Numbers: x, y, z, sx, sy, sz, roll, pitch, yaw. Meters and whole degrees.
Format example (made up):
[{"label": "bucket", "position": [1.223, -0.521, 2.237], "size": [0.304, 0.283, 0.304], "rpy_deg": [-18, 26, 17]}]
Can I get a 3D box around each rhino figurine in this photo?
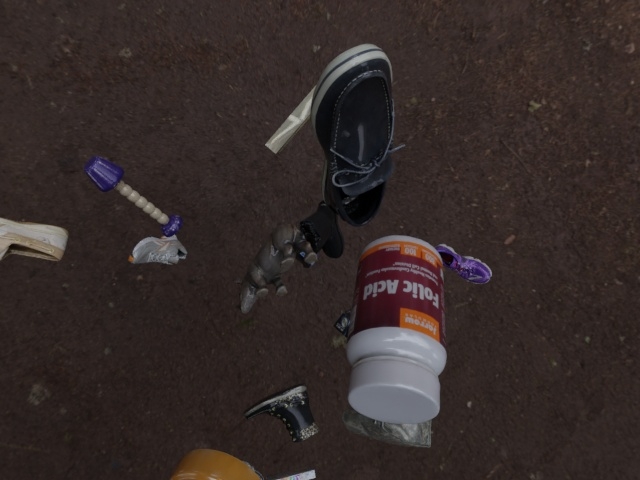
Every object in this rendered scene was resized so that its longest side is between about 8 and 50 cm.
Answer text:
[{"label": "rhino figurine", "position": [-0.107, 0.063, 0.843], "size": [0.073, 0.106, 0.243], "rpy_deg": [18, 126, -39]}]

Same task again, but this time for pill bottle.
[{"label": "pill bottle", "position": [0.179, 0.197, 0.988], "size": [0.223, 0.392, 0.224], "rpy_deg": [7, 137, 6]}]

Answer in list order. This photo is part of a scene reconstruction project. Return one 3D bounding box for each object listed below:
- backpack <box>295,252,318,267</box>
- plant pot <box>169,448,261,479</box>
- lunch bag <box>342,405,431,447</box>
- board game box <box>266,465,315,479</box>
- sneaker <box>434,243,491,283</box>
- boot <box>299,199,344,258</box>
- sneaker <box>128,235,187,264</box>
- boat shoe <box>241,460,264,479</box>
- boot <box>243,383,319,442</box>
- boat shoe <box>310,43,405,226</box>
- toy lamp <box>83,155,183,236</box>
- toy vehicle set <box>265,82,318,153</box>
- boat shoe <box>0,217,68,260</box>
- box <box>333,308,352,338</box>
[{"label": "backpack", "position": [-0.056, 0.046, 1.610], "size": [0.105, 0.114, 0.084], "rpy_deg": [39, 77, -3]}, {"label": "plant pot", "position": [-0.234, 0.561, 0.828], "size": [0.205, 0.188, 0.205], "rpy_deg": [6, 117, 13]}, {"label": "lunch bag", "position": [0.260, 0.712, 1.670], "size": [0.287, 0.235, 0.169], "rpy_deg": [25, 62, -31]}, {"label": "board game box", "position": [-0.105, 0.827, 1.468], "size": [0.154, 0.103, 0.026], "rpy_deg": [-5, 71, -18]}, {"label": "sneaker", "position": [0.381, 0.072, 1.153], "size": [0.169, 0.071, 0.068], "rpy_deg": [26, 108, 16]}, {"label": "boot", "position": [0.000, 0.000, 1.476], "size": [0.094, 0.207, 0.247], "rpy_deg": [6, 123, 24]}, {"label": "sneaker", "position": [-0.617, 0.050, 1.632], "size": [0.121, 0.262, 0.099], "rpy_deg": [40, 114, 9]}, {"label": "boat shoe", "position": [-0.245, 0.709, 1.242], "size": [0.104, 0.113, 0.306], "rpy_deg": [-29, 135, 16]}, {"label": "boot", "position": [-0.132, 0.622, 1.462], "size": [0.236, 0.085, 0.179], "rpy_deg": [-18, 80, -19]}, {"label": "boat shoe", "position": [0.086, -0.191, 0.914], "size": [0.186, 0.500, 0.156], "rpy_deg": [-26, 65, -12]}, {"label": "toy lamp", "position": [-0.475, -0.111, 1.082], "size": [0.080, 0.080, 0.275], "rpy_deg": [-40, 136, 4]}, {"label": "toy vehicle set", "position": [-0.043, -0.340, 1.115], "size": [0.035, 0.166, 0.267], "rpy_deg": [41, 95, -10]}, {"label": "boat shoe", "position": [-0.487, 0.002, 0.645], "size": [0.170, 0.063, 0.059], "rpy_deg": [6, 67, -32]}, {"label": "box", "position": [0.153, 0.361, 1.739], "size": [0.147, 0.180, 0.078], "rpy_deg": [40, 100, 17]}]
